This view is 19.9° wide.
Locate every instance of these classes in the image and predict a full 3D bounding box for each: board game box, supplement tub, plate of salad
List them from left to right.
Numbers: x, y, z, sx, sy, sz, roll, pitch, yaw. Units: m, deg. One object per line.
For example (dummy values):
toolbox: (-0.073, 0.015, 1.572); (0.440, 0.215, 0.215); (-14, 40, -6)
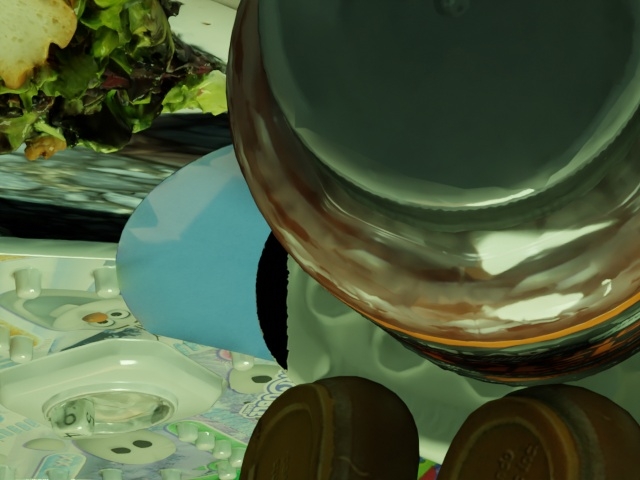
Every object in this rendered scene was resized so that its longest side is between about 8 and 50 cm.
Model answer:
plate of salad: (-0.094, -0.051, 0.523); (0.199, 0.048, 0.200); (5, 172, 1)
board game box: (-0.130, 0.105, 1.134); (0.390, 0.050, 0.390); (3, 154, -19)
board game box: (0.000, 0.000, 0.750); (0.168, 0.033, 0.133); (14, 138, -21)
supplement tub: (0.039, -0.025, 0.400); (0.106, 0.106, 0.198); (4, 172, 11)

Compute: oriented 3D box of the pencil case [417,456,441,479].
pencil case: (0.114, 0.125, 1.035); (0.133, 0.119, 0.306); (-25, 162, 8)

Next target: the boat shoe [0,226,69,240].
boat shoe: (-0.245, 0.024, 1.113); (0.227, 0.079, 0.081); (-7, 160, 34)

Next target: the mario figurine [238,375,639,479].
mario figurine: (0.138, 0.093, 0.508); (0.320, 0.170, 0.198); (24, -159, -33)

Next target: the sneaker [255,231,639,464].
sneaker: (0.159, 0.042, 0.709); (0.322, 0.130, 0.236); (-3, 166, 16)
